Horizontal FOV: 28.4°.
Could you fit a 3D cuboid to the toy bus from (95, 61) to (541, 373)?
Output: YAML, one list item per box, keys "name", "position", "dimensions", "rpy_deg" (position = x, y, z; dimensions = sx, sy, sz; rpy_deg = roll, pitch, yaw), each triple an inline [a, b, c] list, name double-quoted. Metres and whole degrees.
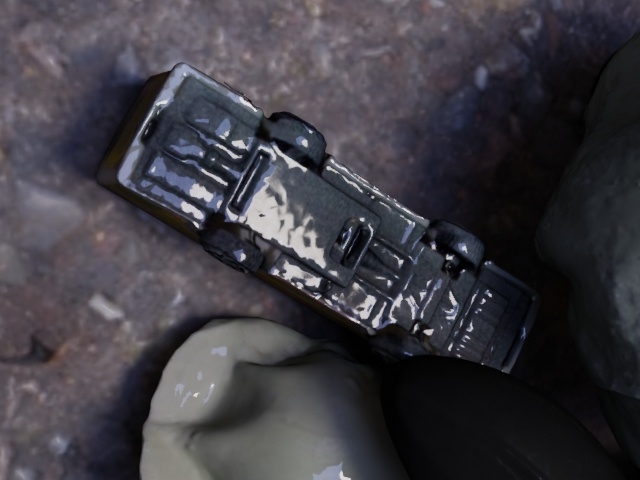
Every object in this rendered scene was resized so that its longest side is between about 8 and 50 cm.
- name: "toy bus"
  position: [0.000, 0.000, 0.745]
  dimensions: [0.268, 0.106, 0.092]
  rpy_deg: [31, 81, -22]

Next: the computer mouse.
- name: "computer mouse"
  position: [0.136, 0.164, 0.683]
  dimensions: [0.086, 0.137, 0.270]
  rpy_deg: [-32, 99, 14]

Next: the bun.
- name: "bun"
  position: [0.269, 0.032, 0.779]
  dimensions: [0.354, 0.194, 0.355]
  rpy_deg: [26, 53, -39]

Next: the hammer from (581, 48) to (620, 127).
- name: "hammer"
  position: [0.316, -0.063, 0.935]
  dimensions: [0.289, 0.037, 0.137]
  rpy_deg: [17, 87, -26]

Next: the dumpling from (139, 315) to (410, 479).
- name: "dumpling"
  position: [-0.005, 0.113, 0.755]
  dimensions: [0.228, 0.124, 0.151]
  rpy_deg: [2, 57, -32]
